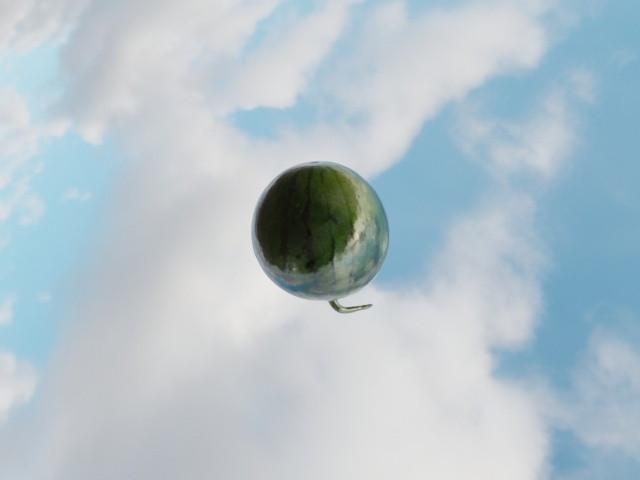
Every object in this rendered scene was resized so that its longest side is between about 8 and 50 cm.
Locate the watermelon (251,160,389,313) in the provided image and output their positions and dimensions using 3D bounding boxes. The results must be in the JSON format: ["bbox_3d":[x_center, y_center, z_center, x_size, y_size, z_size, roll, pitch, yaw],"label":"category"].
[{"bbox_3d":[0.000,0.000,0.807,0.188,0.188,0.214,5,-76,42],"label":"watermelon"}]
